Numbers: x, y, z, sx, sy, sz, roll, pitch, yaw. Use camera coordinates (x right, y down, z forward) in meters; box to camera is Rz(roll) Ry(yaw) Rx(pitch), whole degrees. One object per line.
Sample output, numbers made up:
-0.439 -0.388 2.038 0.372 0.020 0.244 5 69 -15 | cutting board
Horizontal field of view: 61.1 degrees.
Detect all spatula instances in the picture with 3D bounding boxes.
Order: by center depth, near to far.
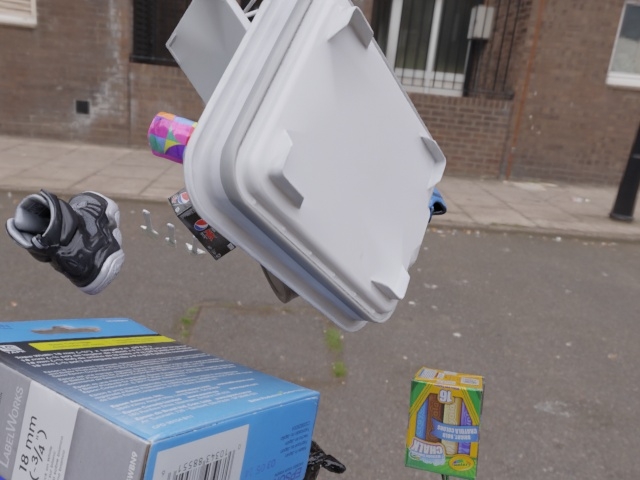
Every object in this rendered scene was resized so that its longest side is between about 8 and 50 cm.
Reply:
-0.347 -0.010 1.280 0.168 0.019 0.242 28 -19 -8 | spatula

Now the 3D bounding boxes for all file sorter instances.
-0.097 -0.306 0.969 0.173 0.278 0.193 -38 7 -39 | file sorter

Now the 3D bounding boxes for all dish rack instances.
0.035 -0.079 0.571 0.072 0.286 0.333 2 -29 37 | dish rack

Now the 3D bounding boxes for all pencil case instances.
-0.242 -0.191 1.142 0.236 0.104 0.104 19 17 1 | pencil case

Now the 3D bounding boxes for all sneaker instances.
-0.407 -0.035 0.869 0.153 0.101 0.268 45 4 -41 | sneaker
0.178 -0.073 1.078 0.209 0.069 0.082 -8 49 -44 | sneaker

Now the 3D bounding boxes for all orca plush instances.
-0.023 0.371 0.851 0.102 0.151 0.287 -30 -27 21 | orca plush

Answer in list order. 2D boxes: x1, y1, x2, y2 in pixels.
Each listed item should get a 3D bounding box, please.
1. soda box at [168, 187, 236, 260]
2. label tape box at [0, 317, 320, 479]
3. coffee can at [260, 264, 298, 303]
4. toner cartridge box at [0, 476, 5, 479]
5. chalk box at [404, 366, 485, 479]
-0.235 -0.033 1.091 0.053 0.169 0.060 -33 53 -4 | soda box
-0.206 0.175 0.578 0.333 0.106 0.240 11 0 33 | label tape box
0.000 0.000 1.264 0.275 0.202 0.201 -23 25 -16 | coffee can
-0.474 0.391 0.794 0.347 0.075 0.165 36 1 8 | toner cartridge box
0.324 0.500 1.417 0.179 0.289 0.180 6 -1 18 | chalk box
